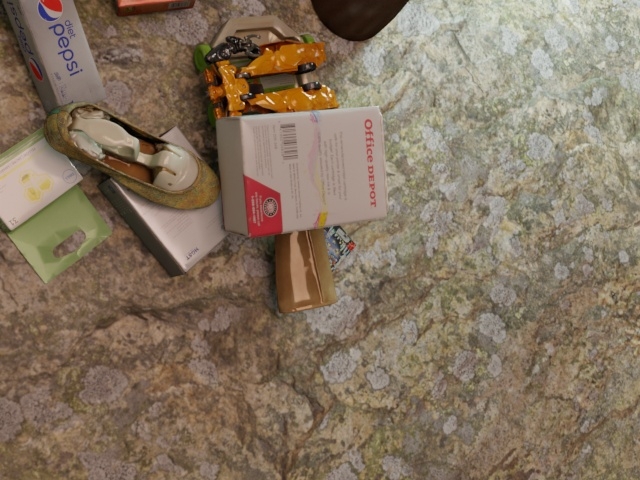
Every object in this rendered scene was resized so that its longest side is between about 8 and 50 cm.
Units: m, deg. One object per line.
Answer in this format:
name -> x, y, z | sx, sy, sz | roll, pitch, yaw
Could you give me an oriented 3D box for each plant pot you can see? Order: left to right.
plant pot -> 0.124, -0.575, 2.033 | 0.215, 0.230, 0.216 | 5, 81, -30

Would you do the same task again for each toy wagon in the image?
toy wagon -> -0.115, -0.297, 1.954 | 0.267, 0.068, 0.345 | -13, 91, -30

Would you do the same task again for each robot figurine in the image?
robot figurine -> -0.107, -0.309, 1.871 | 0.291, 0.085, 0.211 | -14, 91, -31

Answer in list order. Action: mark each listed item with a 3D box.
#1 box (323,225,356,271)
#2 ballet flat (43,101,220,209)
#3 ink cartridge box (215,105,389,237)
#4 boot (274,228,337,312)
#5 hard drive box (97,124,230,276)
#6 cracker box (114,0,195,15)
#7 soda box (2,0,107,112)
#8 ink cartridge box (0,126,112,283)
box -> 0.003, -0.007, 2.005 | 0.137, 0.027, 0.094 | 50, 63, -15
ballet flat -> -0.326, -0.152, 1.683 | 0.348, 0.123, 0.123 | 24, 72, -23
ink cartridge box -> -0.035, -0.136, 1.795 | 0.306, 0.131, 0.226 | -8, 99, -30
boot -> 0.000, 0.000, 1.943 | 0.236, 0.089, 0.270 | -9, 91, -20
hard drive box -> -0.286, -0.075, 1.812 | 0.181, 0.089, 0.232 | -43, 104, -27
cracker box -> -0.344, -0.571, 1.838 | 0.155, 0.067, 0.232 | -11, 88, -15
soda box -> -0.487, -0.372, 1.672 | 0.098, 0.091, 0.286 | -33, 125, -28
ink cartridge box -> -0.506, -0.064, 1.706 | 0.171, 0.056, 0.235 | -42, 102, -28
